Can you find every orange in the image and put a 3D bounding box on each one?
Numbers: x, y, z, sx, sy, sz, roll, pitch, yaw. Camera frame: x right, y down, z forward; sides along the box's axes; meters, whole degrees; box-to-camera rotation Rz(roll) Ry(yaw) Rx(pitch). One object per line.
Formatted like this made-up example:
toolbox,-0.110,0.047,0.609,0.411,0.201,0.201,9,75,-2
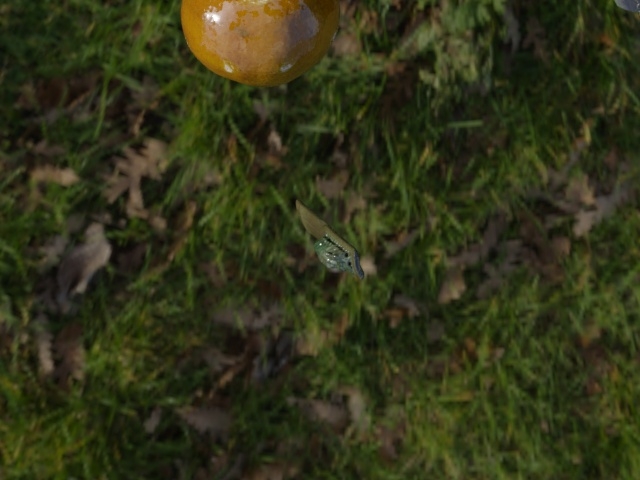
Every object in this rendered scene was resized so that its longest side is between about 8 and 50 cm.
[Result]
orange,-0.058,-0.216,1.281,0.156,0.156,0.124,-2,137,5

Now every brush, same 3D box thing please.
brush,0.000,0.000,1.311,0.027,0.190,0.034,-23,113,-10

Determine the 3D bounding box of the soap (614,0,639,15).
soap,0.322,-0.369,1.274,0.156,0.446,0.261,34,98,14
